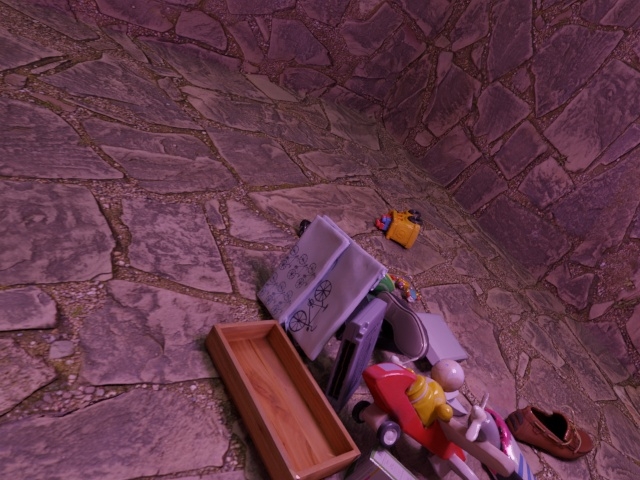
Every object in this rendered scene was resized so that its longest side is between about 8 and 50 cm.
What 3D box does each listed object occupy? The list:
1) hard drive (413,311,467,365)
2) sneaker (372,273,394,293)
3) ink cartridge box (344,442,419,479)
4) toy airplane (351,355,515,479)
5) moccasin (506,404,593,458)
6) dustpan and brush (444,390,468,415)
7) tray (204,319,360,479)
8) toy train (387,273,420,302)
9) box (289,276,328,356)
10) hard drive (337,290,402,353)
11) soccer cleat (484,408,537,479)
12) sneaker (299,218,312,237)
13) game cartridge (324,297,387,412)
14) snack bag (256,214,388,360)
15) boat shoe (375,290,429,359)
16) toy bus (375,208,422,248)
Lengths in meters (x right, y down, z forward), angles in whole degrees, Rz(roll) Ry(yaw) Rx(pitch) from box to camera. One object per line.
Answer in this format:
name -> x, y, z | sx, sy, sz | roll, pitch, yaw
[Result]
hard drive -> 0.424, 0.356, 1.719 | 0.307, 0.040, 0.203 | 15, 39, -55
sneaker -> 0.126, 0.137, 1.622 | 0.295, 0.109, 0.123 | 24, 53, -26
ink cartridge box -> 0.171, 0.586, 1.097 | 0.209, 0.109, 0.062 | 41, 29, 6
toy airplane -> 0.299, 0.444, 1.221 | 0.386, 0.272, 0.384 | 31, -11, 20
moccasin -> 0.844, 0.674, 1.685 | 0.380, 0.147, 0.139 | 28, 29, -16
dustpan and brush -> 0.405, 0.510, 1.525 | 0.211, 0.060, 0.147 | 1, 45, -48
tray -> -0.102, 0.369, 1.121 | 0.203, 0.076, 0.411 | 5, 36, -45
toy train -> 0.326, 0.200, 1.923 | 0.125, 0.046, 0.166 | -5, 46, -50
box -> -0.026, 0.169, 1.388 | 0.060, 0.216, 0.270 | 18, 34, -34
hard drive -> 0.181, 0.267, 1.635 | 0.339, 0.064, 0.237 | 18, 34, -30
soccer cleat -> 0.569, 0.682, 1.427 | 0.143, 0.116, 0.331 | 37, 26, -35
sneaker -> 0.000, 0.000, 1.830 | 0.208, 0.081, 0.094 | 49, 23, 8
game cartridge -> 0.094, 0.303, 1.255 | 0.060, 0.294, 0.196 | 25, 23, 23
snack bag -> -0.013, 0.119, 1.297 | 0.037, 0.323, 0.342 | 35, 6, -41
boat shoe -> 0.276, 0.270, 1.506 | 0.095, 0.112, 0.335 | 29, 12, -26
toy bus -> 0.378, -0.082, 2.324 | 0.211, 0.149, 0.220 | 18, 28, -2
